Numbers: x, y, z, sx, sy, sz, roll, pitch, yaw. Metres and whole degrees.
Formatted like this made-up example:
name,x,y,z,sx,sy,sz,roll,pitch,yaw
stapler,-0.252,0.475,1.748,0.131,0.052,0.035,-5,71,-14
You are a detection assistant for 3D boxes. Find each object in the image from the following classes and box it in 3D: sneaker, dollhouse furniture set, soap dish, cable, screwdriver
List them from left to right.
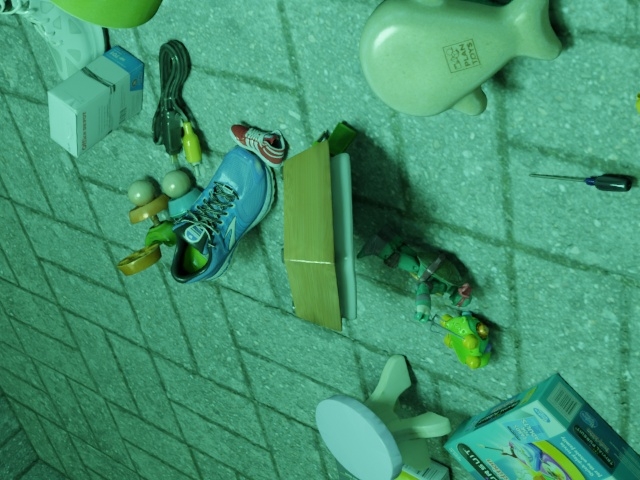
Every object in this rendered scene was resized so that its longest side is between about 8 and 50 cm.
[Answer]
name,x,y,z,sx,sy,sz,roll,pitch,yaw
sneaker,-0.569,-0.450,1.852,0.169,0.257,0.447,26,141,28
cable,-0.284,-0.270,1.936,0.139,0.072,0.287,39,137,42
sneaker,-0.199,-0.039,1.914,0.129,0.147,0.330,34,117,15
sneaker,-0.114,-0.190,1.817,0.118,0.042,0.067,35,149,4
soap dish,0.000,0.000,1.677,0.118,0.229,0.291,-3,153,2
dollhouse furniture set,0.025,-0.149,1.727,0.076,0.058,0.152,32,163,9
screwdriver,0.374,-0.089,1.421,0.170,0.025,0.024,16,137,50

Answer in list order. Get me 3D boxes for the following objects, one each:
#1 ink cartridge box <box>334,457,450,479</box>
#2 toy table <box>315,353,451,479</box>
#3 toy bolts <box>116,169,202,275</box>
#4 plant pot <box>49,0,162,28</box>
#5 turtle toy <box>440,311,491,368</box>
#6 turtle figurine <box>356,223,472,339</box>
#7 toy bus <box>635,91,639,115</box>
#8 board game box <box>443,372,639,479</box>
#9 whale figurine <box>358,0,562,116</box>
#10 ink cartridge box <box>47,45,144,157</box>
name,x,y,z,sx,sy,sz,roll,pitch,yaw
ink cartridge box,0.170,0.578,2.275,0.303,0.072,0.307,20,136,34
toy table,0.126,0.372,1.981,0.274,0.161,0.252,27,133,54
toy bolts,-0.348,-0.051,2.095,0.228,0.218,0.158,-17,107,34
plant pot,-0.299,-0.527,1.512,0.275,0.275,0.293,48,130,-2
turtle toy,0.270,0.181,1.759,0.095,0.066,0.130,44,157,48
turtle figurine,0.180,0.069,1.707,0.234,0.118,0.175,39,-174,8
toy bus,0.456,-0.153,1.171,0.220,0.149,0.211,59,160,-14
board game box,0.415,0.410,1.824,0.254,0.079,0.336,45,146,2
whale figurine,0.190,-0.278,1.349,0.272,0.141,0.216,-12,119,25
ink cartridge box,-0.445,-0.277,1.954,0.082,0.190,0.140,37,145,14
